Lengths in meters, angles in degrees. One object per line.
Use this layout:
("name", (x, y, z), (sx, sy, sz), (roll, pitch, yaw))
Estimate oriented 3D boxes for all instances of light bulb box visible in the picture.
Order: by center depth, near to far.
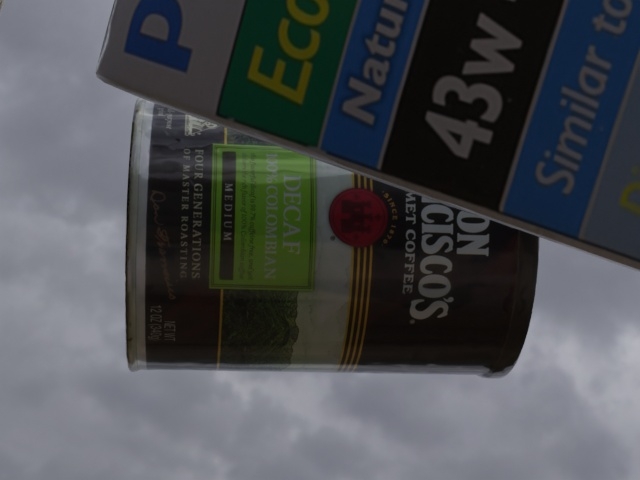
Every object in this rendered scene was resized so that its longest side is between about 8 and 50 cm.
("light bulb box", (0.163, -0.164, 0.391), (0.361, 0.225, 0.358), (20, -81, 24))

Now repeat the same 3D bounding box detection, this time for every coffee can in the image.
("coffee can", (0.000, 0.000, 0.822), (0.275, 0.202, 0.202), (1, -46, -6))

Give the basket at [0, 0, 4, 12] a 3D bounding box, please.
("basket", (-0.405, -0.218, 0.806), (0.328, 0.266, 0.331), (59, -37, 30))
